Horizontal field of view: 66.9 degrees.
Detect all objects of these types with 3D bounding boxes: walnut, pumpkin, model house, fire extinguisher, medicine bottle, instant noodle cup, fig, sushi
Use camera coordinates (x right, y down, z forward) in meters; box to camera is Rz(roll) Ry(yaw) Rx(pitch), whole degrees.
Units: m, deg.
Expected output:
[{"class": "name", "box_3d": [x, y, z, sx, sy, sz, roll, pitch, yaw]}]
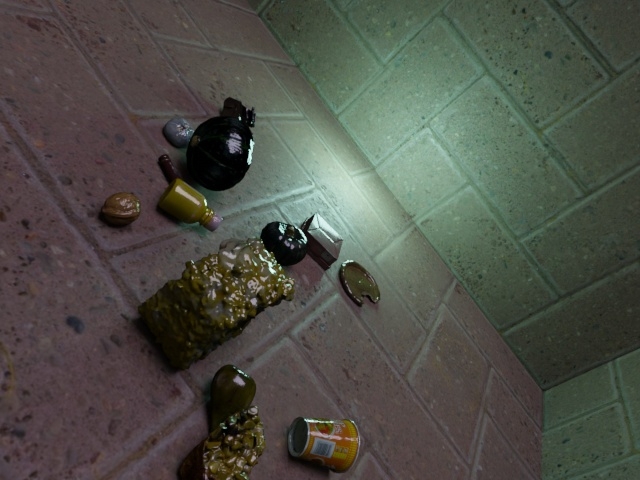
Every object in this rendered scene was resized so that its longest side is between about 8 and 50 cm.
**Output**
[{"class": "walnut", "box_3d": [-0.617, -0.098, 1.503, 0.124, 0.105, 0.105, -11, 66, -55]}, {"class": "pumpkin", "box_3d": [-0.148, 0.007, 2.004, 0.211, 0.152, 0.212, 37, 26, -22]}, {"class": "model house", "box_3d": [-0.400, -0.594, 2.406, 0.164, 0.140, 0.203, 51, 40, -52]}, {"class": "fire extinguisher", "box_3d": [-0.557, -0.248, 1.821, 0.158, 0.043, 0.064, 60, -13, 14]}, {"class": "medicine bottle", "box_3d": [-0.456, -0.114, 1.729, 0.212, 0.121, 0.122, 37, 31, -26]}, {"class": "instant noodle cup", "box_3d": [0.001, 0.628, 1.515, 0.184, 0.168, 0.169, 24, 38, -28]}, {"class": "fig", "box_3d": [-0.272, 0.452, 1.381, 0.133, 0.185, 0.126, 43, -10, -27]}, {"class": "pumpkin", "box_3d": [-0.405, -0.347, 1.901, 0.238, 0.315, 0.316, 29, 35, -39]}, {"class": "sushi", "box_3d": [-0.281, 0.165, 1.411, 0.240, 0.351, 0.396, 55, 30, 6]}, {"class": "sushi", "box_3d": [-0.232, 0.541, 1.233, 0.296, 0.179, 0.167, -4, 65, -56]}]

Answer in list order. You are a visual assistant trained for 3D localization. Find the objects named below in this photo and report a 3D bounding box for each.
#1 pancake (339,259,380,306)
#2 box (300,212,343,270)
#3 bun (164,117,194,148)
[{"class": "pancake", "box_3d": [0.198, 0.217, 2.393, 0.288, 0.033, 0.286, 37, 30, -25]}, {"class": "box", "box_3d": [0.000, 0.000, 2.300, 0.215, 0.086, 0.215, 44, 29, -12]}, {"class": "bun", "box_3d": [-0.569, -0.446, 1.993, 0.140, 0.083, 0.141, 36, 34, -29]}]
